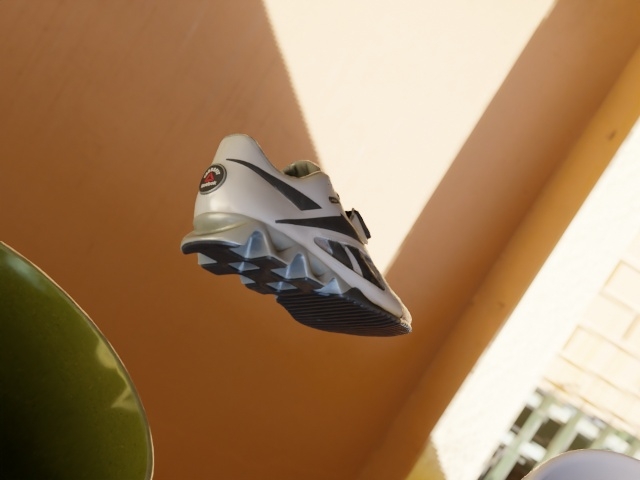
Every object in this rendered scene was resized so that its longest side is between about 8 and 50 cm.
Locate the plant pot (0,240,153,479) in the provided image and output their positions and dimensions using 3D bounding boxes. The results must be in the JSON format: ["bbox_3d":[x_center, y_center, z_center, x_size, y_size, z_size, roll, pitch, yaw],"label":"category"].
[{"bbox_3d":[-0.315,0.172,0.856,0.275,0.293,0.275,42,-162,-17],"label":"plant pot"}]

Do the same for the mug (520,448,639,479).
[{"bbox_3d":[0.239,0.391,1.135,0.374,0.328,0.276,5,-131,-32],"label":"mug"}]

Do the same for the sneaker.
[{"bbox_3d":[0.000,0.000,1.255,0.122,0.146,0.330,-6,153,33],"label":"sneaker"}]
